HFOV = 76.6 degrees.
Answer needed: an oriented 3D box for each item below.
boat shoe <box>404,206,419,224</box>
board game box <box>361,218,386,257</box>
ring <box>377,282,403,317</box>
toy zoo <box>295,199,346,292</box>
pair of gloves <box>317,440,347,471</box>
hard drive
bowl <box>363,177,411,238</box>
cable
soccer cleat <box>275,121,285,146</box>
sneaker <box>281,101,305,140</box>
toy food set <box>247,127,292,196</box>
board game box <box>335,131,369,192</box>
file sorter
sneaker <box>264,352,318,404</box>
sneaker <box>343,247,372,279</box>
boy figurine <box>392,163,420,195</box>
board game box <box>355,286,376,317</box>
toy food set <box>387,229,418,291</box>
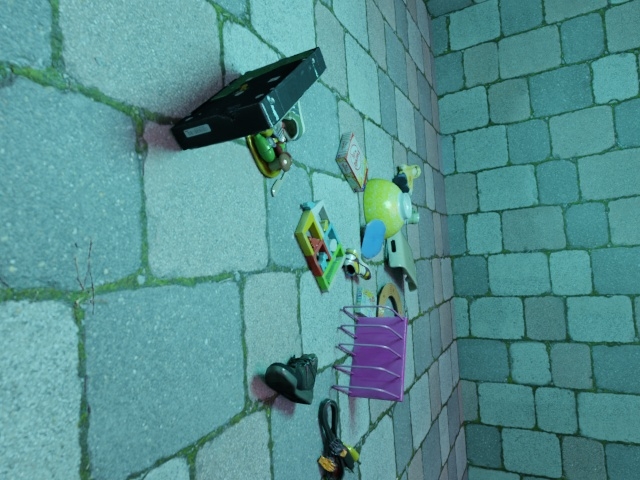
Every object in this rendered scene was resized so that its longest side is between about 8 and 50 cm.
[{"bbox_3d":[0.448,-0.120,2.056,0.302,0.094,0.109,-49,146,-73],"label":"boat shoe"},{"bbox_3d":[0.215,-0.010,1.715,0.133,0.033,0.169,3,103,-44],"label":"board game box"},{"bbox_3d":[0.316,0.363,1.861,0.336,0.032,0.337,19,68,-59],"label":"ring"},{"bbox_3d":[0.000,0.000,1.337,0.293,0.030,0.192,66,33,-30],"label":"toy zoo"},{"bbox_3d":[0.038,0.666,1.250,0.074,0.010,0.083,43,73,-14],"label":"pair of gloves"},{"bbox_3d":[-0.145,-0.321,0.908,0.064,0.236,0.339,65,33,-33],"label":"hard drive"},{"bbox_3d":[0.318,-0.148,1.821,0.289,0.156,0.290,19,68,-59],"label":"bowl"},{"bbox_3d":[0.037,0.649,1.295,0.139,0.072,0.287,-29,99,-31],"label":"cable"},{"bbox_3d":[-0.119,-0.303,1.173,0.029,0.035,0.083,-96,-173,-53],"label":"soccer cleat"},{"bbox_3d":[-0.098,-0.380,1.183,0.086,0.064,0.192,-65,143,-50],"label":"sneaker"},{"bbox_3d":[-0.120,-0.246,1.113,0.128,0.071,0.218,-60,136,-47],"label":"toy food set"},{"bbox_3d":[0.130,-0.308,1.615,0.193,0.045,0.147,52,42,-45],"label":"board game box"},{"bbox_3d":[0.170,0.386,1.412,0.182,0.202,0.291,41,50,-48],"label":"file sorter"},{"bbox_3d":[-0.073,0.347,1.088,0.227,0.087,0.130,55,38,-47],"label":"sneaker"},{"bbox_3d":[0.133,0.112,1.538,0.185,0.069,0.084,51,52,-37],"label":"sneaker"},{"bbox_3d":[0.475,-0.335,2.215,0.285,0.092,0.177,-42,119,-53],"label":"boy figurine"},{"bbox_3d":[0.186,0.259,1.641,0.154,0.026,0.104,40,52,-53],"label":"board game box"},{"bbox_3d":[0.399,0.098,2.022,0.306,0.092,0.220,48,33,-50],"label":"toy food set"}]
